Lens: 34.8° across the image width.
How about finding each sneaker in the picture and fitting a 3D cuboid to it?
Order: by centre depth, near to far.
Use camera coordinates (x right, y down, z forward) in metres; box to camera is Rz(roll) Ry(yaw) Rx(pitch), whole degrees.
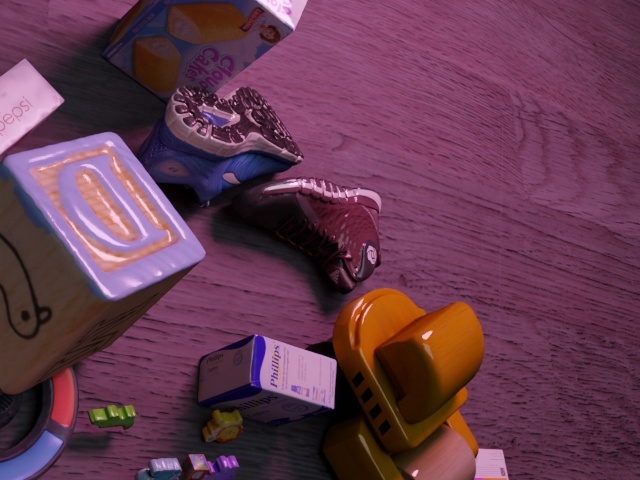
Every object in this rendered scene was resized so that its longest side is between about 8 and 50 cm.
[{"bbox_3d":[-0.145,-0.129,1.435,0.129,0.147,0.330,57,24,16],"label":"sneaker"},{"bbox_3d":[0.000,0.000,1.511,0.281,0.106,0.162,2,72,-43],"label":"sneaker"}]

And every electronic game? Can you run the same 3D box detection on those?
[{"bbox_3d":[-0.373,0.166,1.126,0.229,0.048,0.229,20,57,-34],"label":"electronic game"}]

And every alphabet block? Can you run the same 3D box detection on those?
[{"bbox_3d":[-0.284,0.021,1.127,0.192,0.197,0.193,53,29,7],"label":"alphabet block"}]

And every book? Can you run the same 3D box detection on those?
[{"bbox_3d":[0.257,0.400,1.601,0.096,0.035,0.144,12,62,-35],"label":"book"}]

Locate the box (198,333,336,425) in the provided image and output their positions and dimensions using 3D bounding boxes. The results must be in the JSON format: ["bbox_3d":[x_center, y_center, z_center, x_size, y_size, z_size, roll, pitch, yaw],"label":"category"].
[{"bbox_3d":[-0.070,0.186,1.338,0.137,0.126,0.072,22,58,-33],"label":"box"}]

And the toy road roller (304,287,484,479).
[{"bbox_3d":[0.131,0.224,1.420,0.202,0.241,0.329,-29,91,-46],"label":"toy road roller"}]

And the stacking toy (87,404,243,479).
[{"bbox_3d":[-0.162,0.279,1.221,0.221,0.052,0.167,10,37,-39],"label":"stacking toy"}]

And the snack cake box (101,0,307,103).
[{"bbox_3d":[-0.159,-0.294,1.390,0.152,0.264,0.089,36,50,-24],"label":"snack cake box"}]

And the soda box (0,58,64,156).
[{"bbox_3d":[-0.409,-0.127,1.221,0.074,0.069,0.216,49,45,-13],"label":"soda box"}]
